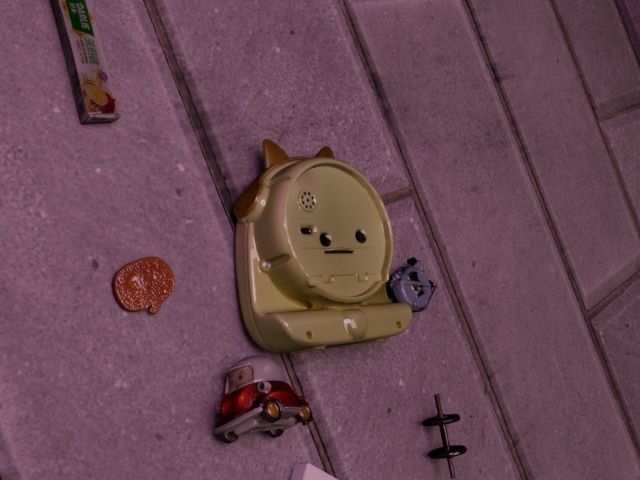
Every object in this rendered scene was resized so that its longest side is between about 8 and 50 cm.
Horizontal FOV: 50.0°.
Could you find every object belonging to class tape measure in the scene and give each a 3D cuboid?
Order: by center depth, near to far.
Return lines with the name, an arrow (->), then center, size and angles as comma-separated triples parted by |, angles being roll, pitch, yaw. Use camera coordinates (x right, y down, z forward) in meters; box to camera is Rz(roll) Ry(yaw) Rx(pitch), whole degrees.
tape measure -> 0.166, 0.088, 1.262 | 0.094, 0.054, 0.091 | -38, 96, -43

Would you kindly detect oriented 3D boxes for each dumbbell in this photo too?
dumbbell -> 0.220, 0.346, 1.215 | 0.069, 0.069, 0.147 | -3, 78, -41

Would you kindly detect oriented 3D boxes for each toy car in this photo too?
toy car -> -0.085, 0.220, 0.982 | 0.139, 0.112, 0.112 | 15, 51, -47

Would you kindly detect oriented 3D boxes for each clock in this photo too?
clock -> 0.000, 0.000, 1.105 | 0.286, 0.117, 0.348 | -1, 77, -41

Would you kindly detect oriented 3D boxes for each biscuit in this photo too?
biscuit -> -0.242, 0.064, 0.946 | 0.091, 0.015, 0.078 | -21, 92, -42

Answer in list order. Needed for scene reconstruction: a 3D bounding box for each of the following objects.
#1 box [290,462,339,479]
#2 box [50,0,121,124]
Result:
box -> -0.017, 0.415, 1.001 | 0.084, 0.040, 0.154 | 36, 49, -24
box -> -0.331, -0.264, 0.958 | 0.050, 0.041, 0.207 | -12, 84, -39
